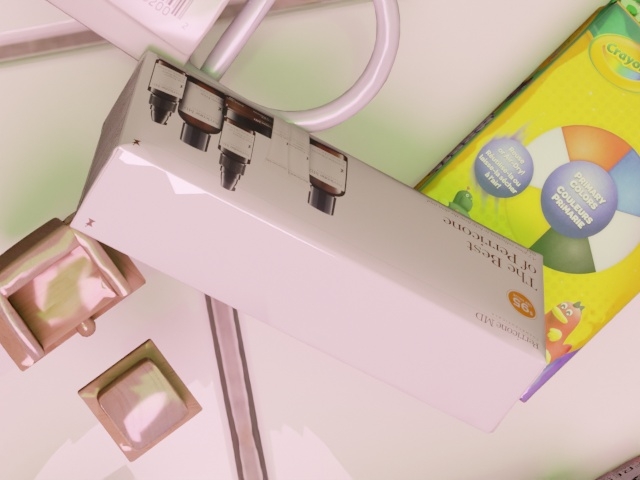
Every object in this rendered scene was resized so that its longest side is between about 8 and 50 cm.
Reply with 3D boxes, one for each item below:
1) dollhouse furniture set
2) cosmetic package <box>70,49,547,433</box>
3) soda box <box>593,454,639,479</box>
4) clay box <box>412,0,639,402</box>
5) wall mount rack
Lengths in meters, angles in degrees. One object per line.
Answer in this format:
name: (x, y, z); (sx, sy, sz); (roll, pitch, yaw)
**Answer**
dollhouse furniture set: (-0.144, 0.208, 1.038); (0.303, 0.174, 0.355); (-37, 98, -6)
cosmetic package: (0.000, 0.000, 0.985); (0.239, 0.099, 0.060); (27, 124, -13)
soda box: (0.206, 0.214, 1.096); (0.058, 0.063, 0.183); (-29, 93, -2)
clay box: (0.146, -0.032, 1.091); (0.222, 0.053, 0.127); (-45, 93, 1)
wall mount rack: (-0.086, -0.226, 1.024); (0.350, 0.130, 0.304); (34, 99, -9)
